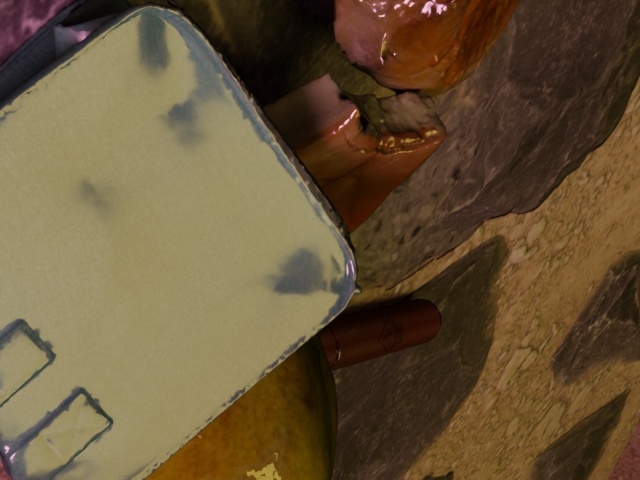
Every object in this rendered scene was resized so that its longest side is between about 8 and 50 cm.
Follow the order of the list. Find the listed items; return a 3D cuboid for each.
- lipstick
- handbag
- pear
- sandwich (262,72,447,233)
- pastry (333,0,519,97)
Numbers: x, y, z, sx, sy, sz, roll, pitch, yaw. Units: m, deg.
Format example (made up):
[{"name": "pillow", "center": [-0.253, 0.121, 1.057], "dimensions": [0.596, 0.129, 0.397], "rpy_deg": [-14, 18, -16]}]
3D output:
[{"name": "lipstick", "center": [0.024, 0.108, 1.339], "dimensions": [0.356, 0.057, 0.057], "rpy_deg": [-7, 128, -55]}, {"name": "handbag", "center": [-0.143, 0.007, 0.805], "dimensions": [0.274, 0.100, 0.269], "rpy_deg": [-44, 121, -9]}, {"name": "pear", "center": [-0.107, 0.172, 0.999], "dimensions": [0.269, 0.269, 0.321], "rpy_deg": [5, 103, -60]}, {"name": "sandwich", "center": [0.009, -0.049, 0.995], "dimensions": [0.212, 0.063, 0.245], "rpy_deg": [-24, 163, 24]}, {"name": "pastry", "center": [0.098, -0.231, 0.963], "dimensions": [0.236, 0.120, 0.257], "rpy_deg": [-35, 153, -60]}]
